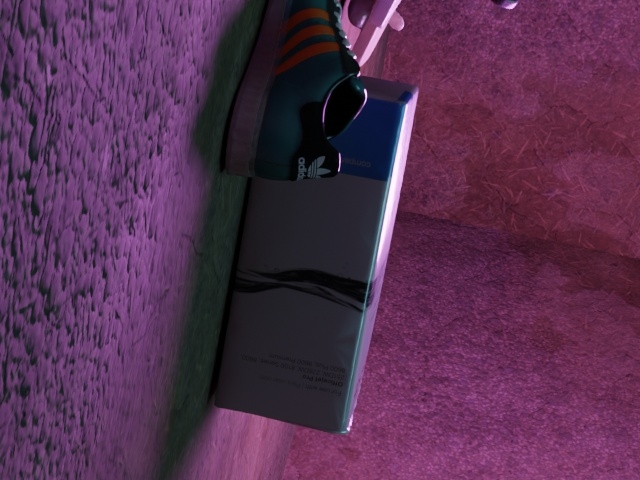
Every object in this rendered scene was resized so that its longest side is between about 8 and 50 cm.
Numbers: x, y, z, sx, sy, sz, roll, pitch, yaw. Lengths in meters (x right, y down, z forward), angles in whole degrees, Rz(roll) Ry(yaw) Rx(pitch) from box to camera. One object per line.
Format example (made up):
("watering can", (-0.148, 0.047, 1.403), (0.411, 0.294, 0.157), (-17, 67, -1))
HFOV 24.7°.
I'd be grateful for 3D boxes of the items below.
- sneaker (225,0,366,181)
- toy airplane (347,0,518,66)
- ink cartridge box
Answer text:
("sneaker", (-0.008, -0.172, 1.495), (0.108, 0.121, 0.302), (97, 6, -52))
("toy airplane", (0.156, -0.485, 2.313), (0.386, 0.272, 0.384), (-42, 158, -6))
("ink cartridge box", (0.000, 0.000, 1.776), (0.285, 0.166, 0.395), (-55, 155, -79))
